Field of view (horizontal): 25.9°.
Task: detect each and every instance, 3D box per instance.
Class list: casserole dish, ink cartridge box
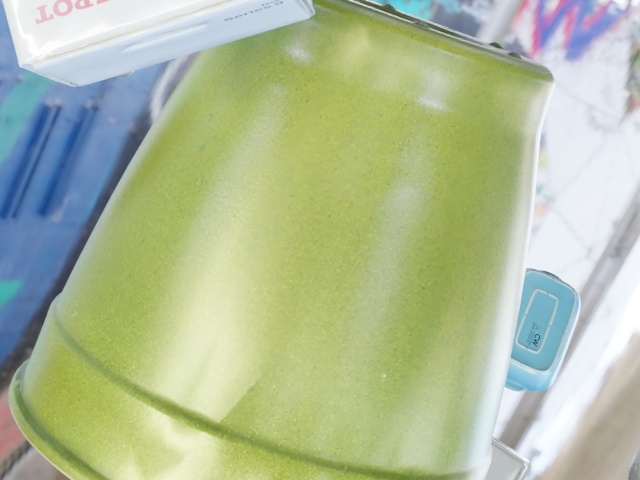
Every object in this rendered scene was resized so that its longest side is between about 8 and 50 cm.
[{"bbox_3d":[0.286,0.114,1.871,0.114,0.188,0.037,25,153,2],"label":"casserole dish"},{"bbox_3d":[-0.106,-0.208,0.766,0.154,0.212,0.093,-16,174,9],"label":"ink cartridge box"}]

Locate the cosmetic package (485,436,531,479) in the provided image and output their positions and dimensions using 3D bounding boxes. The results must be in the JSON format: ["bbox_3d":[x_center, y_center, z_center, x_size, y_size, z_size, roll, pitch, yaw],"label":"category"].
[{"bbox_3d":[0.134,0.255,1.519,0.153,0.129,0.296,33,177,14],"label":"cosmetic package"}]

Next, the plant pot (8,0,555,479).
[{"bbox_3d":[0.000,0.000,1.017,0.366,0.353,0.366,18,-168,-4],"label":"plant pot"}]

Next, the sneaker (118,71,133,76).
[{"bbox_3d":[-0.219,-0.255,1.397,0.066,0.071,0.188,-3,-119,-34],"label":"sneaker"}]

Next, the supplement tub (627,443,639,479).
[{"bbox_3d":[0.304,0.116,0.750,0.193,0.316,0.193,47,173,8],"label":"supplement tub"}]
